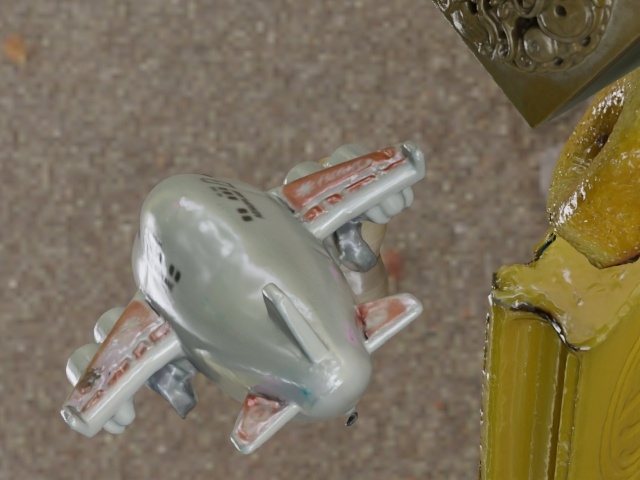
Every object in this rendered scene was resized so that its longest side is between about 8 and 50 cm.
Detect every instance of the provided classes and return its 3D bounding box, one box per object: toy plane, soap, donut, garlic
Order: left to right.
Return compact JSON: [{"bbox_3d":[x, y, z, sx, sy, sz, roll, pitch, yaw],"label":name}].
[{"bbox_3d":[-0.040,0.029,1.053,0.252,0.252,0.118,27,156,56],"label":"toy plane"},{"bbox_3d":[0.004,0.008,1.598,0.124,0.099,0.174,24,132,21],"label":"garlic"},{"bbox_3d":[0.217,0.099,1.446,0.096,0.204,0.324,32,149,27],"label":"soap"},{"bbox_3d":[0.192,-0.053,1.147,0.152,0.058,0.152,-59,7,12],"label":"donut"}]

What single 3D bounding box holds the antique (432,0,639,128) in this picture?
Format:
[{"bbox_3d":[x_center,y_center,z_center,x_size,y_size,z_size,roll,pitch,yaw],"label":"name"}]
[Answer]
[{"bbox_3d":[0.142,-0.169,1.029,0.152,0.148,0.147,53,142,7],"label":"antique"}]
